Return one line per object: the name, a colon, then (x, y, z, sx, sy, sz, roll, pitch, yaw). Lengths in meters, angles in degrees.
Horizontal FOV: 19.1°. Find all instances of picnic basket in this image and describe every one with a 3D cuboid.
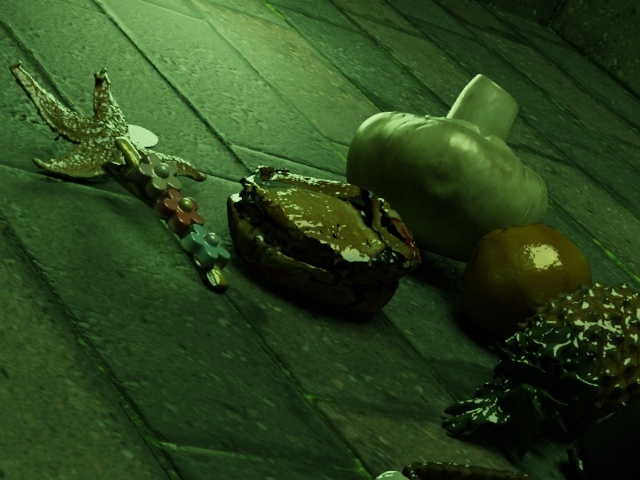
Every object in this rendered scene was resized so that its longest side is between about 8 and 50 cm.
picnic basket: (0.152, 0.255, 1.730, 0.193, 0.055, 0.110, 14, 24, -41)

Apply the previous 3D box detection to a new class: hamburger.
hamburger: (0.000, 0.000, 2.127, 0.231, 0.107, 0.231, 24, 22, -10)

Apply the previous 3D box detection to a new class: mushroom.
mushroom: (0.170, -0.100, 2.402, 0.260, 0.234, 0.254, 23, -6, 0)

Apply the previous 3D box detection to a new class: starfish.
starfish: (-0.256, -0.117, 2.152, 0.231, 0.048, 0.295, 49, 27, 20)

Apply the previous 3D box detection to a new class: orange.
orange: (0.242, 0.047, 2.274, 0.159, 0.159, 0.136, -7, 75, -62)

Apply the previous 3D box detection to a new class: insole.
insole: (-0.231, -0.120, 2.266, 0.053, 0.002, 0.153, 31, 17, 6)

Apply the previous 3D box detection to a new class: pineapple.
pineapple: (0.248, 0.140, 2.060, 0.169, 0.169, 0.340, 37, 28, 25)

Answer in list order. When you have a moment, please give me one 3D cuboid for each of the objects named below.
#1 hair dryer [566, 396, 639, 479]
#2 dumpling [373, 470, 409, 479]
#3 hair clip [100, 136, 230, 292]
hair dryer: (0.407, 0.260, 1.975, 0.251, 0.197, 0.089, 53, 23, 6)
dumpling: (0.043, 0.255, 1.426, 0.136, 0.118, 0.199, 26, 53, 8)
hair clip: (-0.156, -0.035, 2.016, 0.214, 0.056, 0.062, 46, 28, 25)
